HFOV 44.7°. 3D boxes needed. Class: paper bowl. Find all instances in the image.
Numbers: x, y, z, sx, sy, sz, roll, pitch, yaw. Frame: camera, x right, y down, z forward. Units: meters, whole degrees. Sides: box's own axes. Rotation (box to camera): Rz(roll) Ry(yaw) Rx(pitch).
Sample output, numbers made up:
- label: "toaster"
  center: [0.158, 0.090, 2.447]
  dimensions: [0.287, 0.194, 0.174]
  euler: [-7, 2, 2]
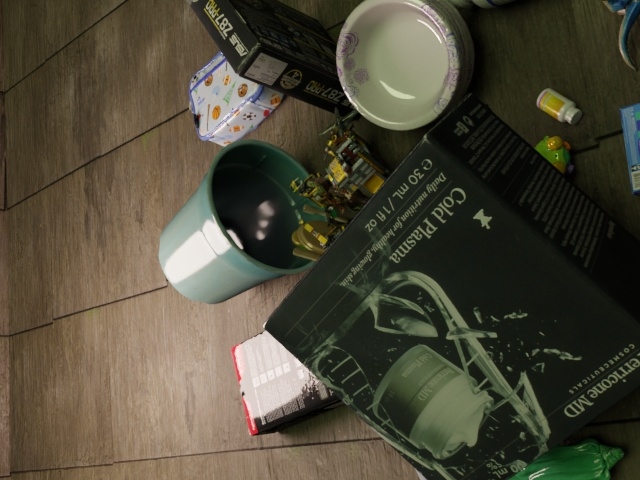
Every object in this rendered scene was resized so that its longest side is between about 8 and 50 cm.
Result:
- label: "paper bowl"
  center: [0.186, -0.385, 1.643]
  dimensions: [0.284, 0.148, 0.284]
  euler: [14, 118, 27]

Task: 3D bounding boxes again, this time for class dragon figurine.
- label: "dragon figurine"
  center: [0.579, -0.460, 1.372]
  dimensions: [0.144, 0.085, 0.289]
  euler: [-8, 77, 42]

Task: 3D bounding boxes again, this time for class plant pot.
- label: "plant pot"
  center: [-0.210, -0.015, 1.901]
  dimensions: [0.334, 0.341, 0.341]
  euler: [-34, 62, 43]

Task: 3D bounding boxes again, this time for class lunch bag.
- label: "lunch bag"
  center: [-0.237, -0.411, 2.106]
  dimensions: [0.303, 0.115, 0.243]
  euler: [-29, 63, 35]

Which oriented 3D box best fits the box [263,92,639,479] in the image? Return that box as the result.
- label: "box"
  center: [0.247, 0.104, 1.312]
  dimensions: [0.471, 0.297, 0.480]
  euler: [41, 123, 3]

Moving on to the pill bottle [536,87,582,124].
- label: "pill bottle"
  center: [0.457, -0.254, 1.486]
  dimensions: [0.083, 0.043, 0.043]
  euler: [46, 114, 37]

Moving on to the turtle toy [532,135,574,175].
- label: "turtle toy"
  center: [0.440, -0.135, 1.470]
  dimensions: [0.095, 0.066, 0.130]
  euler: [157, 110, -63]

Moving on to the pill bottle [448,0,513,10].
- label: "pill bottle"
  center: [0.368, -0.548, 1.534]
  dimensions: [0.272, 0.152, 0.152]
  euler: [-8, 79, 42]

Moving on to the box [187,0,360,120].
- label: "box"
  center: [-0.089, -0.448, 1.778]
  dimensions: [0.097, 0.394, 0.318]
  euler: [-47, 56, 26]

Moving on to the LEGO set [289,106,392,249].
- label: "LEGO set"
  center: [0.032, -0.131, 1.690]
  dimensions: [0.255, 0.192, 0.331]
  euler: [-39, 38, 23]

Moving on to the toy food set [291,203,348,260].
- label: "toy food set"
  center: [0.000, 0.000, 1.785]
  dimensions: [0.192, 0.132, 0.039]
  euler: [-78, 6, -53]

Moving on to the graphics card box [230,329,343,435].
- label: "graphics card box"
  center: [-0.045, 0.300, 1.844]
  dimensions: [0.371, 0.094, 0.233]
  euler: [-32, 63, 37]

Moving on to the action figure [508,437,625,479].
- label: "action figure"
  center: [0.440, 0.411, 1.401]
  dimensions: [0.232, 0.063, 0.137]
  euler: [-32, 62, 40]

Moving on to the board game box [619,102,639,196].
- label: "board game box"
  center: [0.627, -0.174, 1.316]
  dimensions: [0.210, 0.047, 0.160]
  euler: [-13, 76, 41]

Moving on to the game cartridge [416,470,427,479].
- label: "game cartridge"
  center: [0.235, 0.469, 1.616]
  dimensions: [0.083, 0.017, 0.056]
  euler: [-43, 62, 30]
